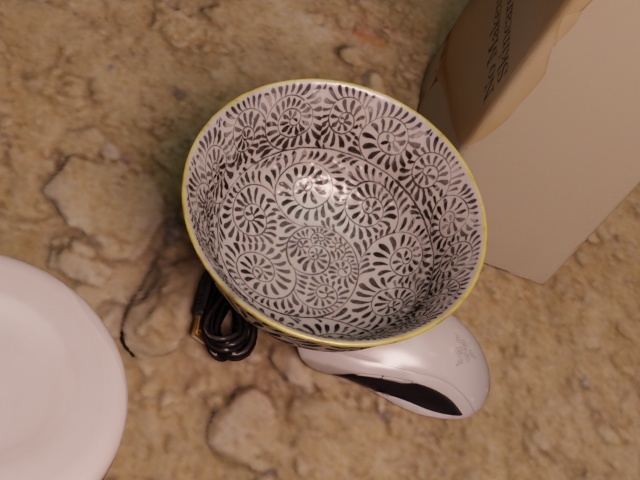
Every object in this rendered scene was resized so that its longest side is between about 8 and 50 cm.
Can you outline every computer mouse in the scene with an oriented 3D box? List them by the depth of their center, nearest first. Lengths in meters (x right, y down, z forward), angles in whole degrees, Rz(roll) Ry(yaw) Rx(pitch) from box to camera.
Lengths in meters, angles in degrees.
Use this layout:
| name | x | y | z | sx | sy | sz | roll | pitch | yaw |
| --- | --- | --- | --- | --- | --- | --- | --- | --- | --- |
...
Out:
| name | x | y | z | sx | sy | sz | roll | pitch | yaw |
| --- | --- | --- | --- | --- | --- | --- | --- | --- | --- |
| computer mouse | 0.021 | 0.047 | 0.834 | 0.193 | 0.042 | 0.106 | 20 | 52 | -10 |

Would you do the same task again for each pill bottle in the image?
| name | x | y | z | sx | sy | sz | roll | pitch | yaw |
| --- | --- | --- | --- | --- | --- | --- | --- | --- | --- |
| pill bottle | -0.164 | 0.106 | 0.605 | 0.121 | 0.216 | 0.121 | 11 | 55 | -16 |

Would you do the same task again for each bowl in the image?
| name | x | y | z | sx | sy | sz | roll | pitch | yaw |
| --- | --- | --- | --- | --- | --- | --- | --- | --- | --- |
| bowl | 0.000 | 0.000 | 0.785 | 0.170 | 0.080 | 0.170 | 7 | 58 | -12 |

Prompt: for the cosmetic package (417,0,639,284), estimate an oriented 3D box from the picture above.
| name | x | y | z | sx | sy | sz | roll | pitch | yaw |
| --- | --- | --- | --- | --- | --- | --- | --- | --- | --- |
| cosmetic package | 0.164 | -0.126 | 0.842 | 0.113 | 0.309 | 0.160 | 20 | 52 | -11 |
